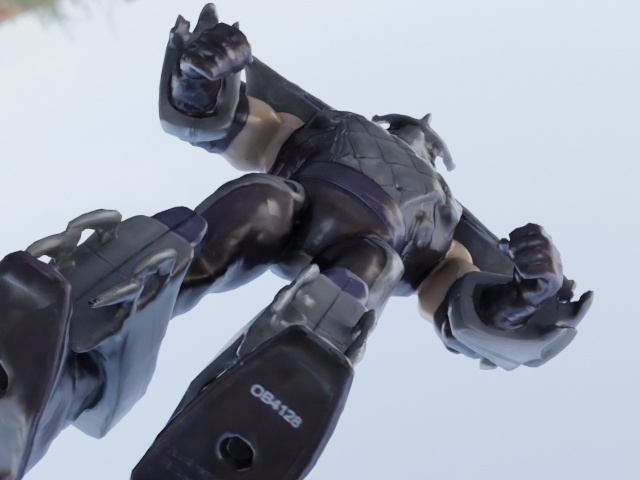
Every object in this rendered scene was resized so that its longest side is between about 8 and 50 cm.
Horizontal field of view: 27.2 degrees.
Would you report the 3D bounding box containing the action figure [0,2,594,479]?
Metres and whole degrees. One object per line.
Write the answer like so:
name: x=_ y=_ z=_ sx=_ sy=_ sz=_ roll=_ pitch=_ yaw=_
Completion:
action figure: x=0.000 y=0.000 z=0.458 sx=0.185 sy=0.099 sz=0.285 roll=28 pitch=-153 yaw=10
